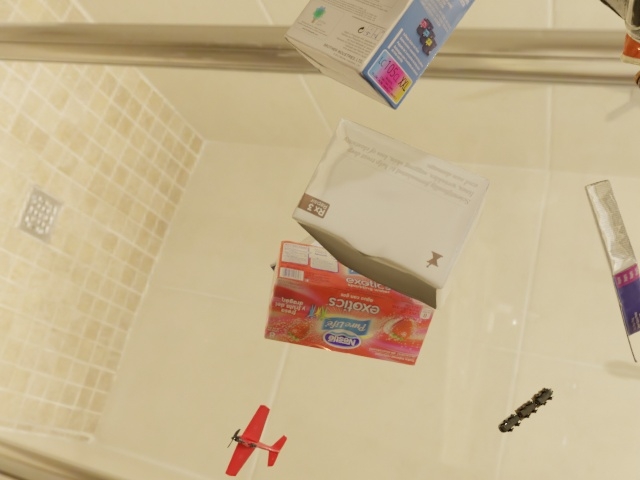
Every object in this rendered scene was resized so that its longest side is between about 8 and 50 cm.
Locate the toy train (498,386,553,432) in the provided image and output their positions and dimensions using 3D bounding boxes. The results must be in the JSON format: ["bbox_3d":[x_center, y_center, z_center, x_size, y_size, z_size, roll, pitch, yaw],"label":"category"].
[{"bbox_3d":[0.403,0.332,1.280,0.158,0.027,0.036,-24,164,-32],"label":"toy train"}]

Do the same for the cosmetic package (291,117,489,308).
[{"bbox_3d":[0.116,-0.017,0.978,0.156,0.217,0.385,-63,168,-6],"label":"cosmetic package"}]

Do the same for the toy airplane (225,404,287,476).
[{"bbox_3d":[-0.122,0.401,1.275,0.151,0.028,0.151,-18,118,-39],"label":"toy airplane"}]

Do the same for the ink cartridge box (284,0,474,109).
[{"bbox_3d":[0.152,-0.502,1.339,0.395,0.270,0.151,-55,139,4],"label":"ink cartridge box"}]

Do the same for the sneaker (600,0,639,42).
[{"bbox_3d":[0.307,-0.255,0.646,0.086,0.132,0.228,-47,152,21],"label":"sneaker"}]

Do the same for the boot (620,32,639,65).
[{"bbox_3d":[0.485,-0.278,0.894,0.059,0.158,0.085,-108,-161,-53],"label":"boot"}]

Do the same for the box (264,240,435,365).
[{"bbox_3d":[0.052,0.118,1.263,0.154,0.300,0.142,-91,-167,-61],"label":"box"}]

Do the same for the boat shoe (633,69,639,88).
[{"bbox_3d":[0.839,-0.401,1.512,0.073,0.207,0.073,47,15,-43],"label":"boat shoe"}]

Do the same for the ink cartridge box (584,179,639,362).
[{"bbox_3d":[0.722,0.076,1.557,0.324,0.071,0.330,48,32,-47],"label":"ink cartridge box"}]

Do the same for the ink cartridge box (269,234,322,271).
[{"bbox_3d":[0.000,0.000,1.633,0.224,0.223,0.045,-39,97,-24],"label":"ink cartridge box"}]
